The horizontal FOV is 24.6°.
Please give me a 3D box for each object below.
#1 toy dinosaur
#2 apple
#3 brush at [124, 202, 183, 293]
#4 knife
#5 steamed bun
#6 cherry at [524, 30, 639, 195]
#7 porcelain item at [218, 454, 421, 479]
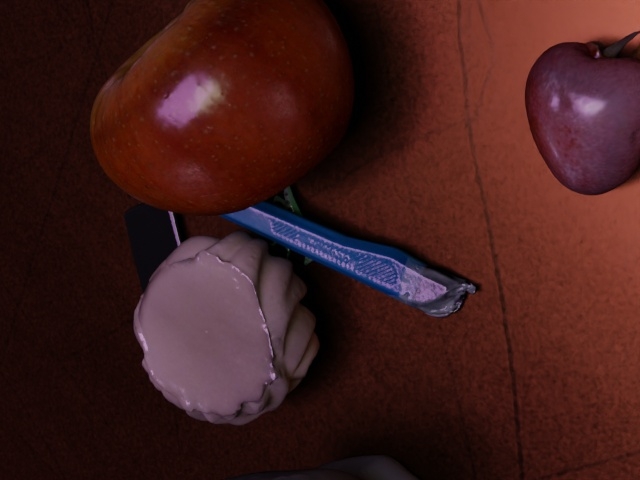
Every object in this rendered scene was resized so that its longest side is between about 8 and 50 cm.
[{"bbox_3d":[-0.022,-0.018,1.337,0.062,0.021,0.083,31,119,16],"label":"toy dinosaur"},{"bbox_3d":[-0.079,-0.116,1.250,0.173,0.210,0.235,45,134,-15],"label":"apple"},{"bbox_3d":[-0.147,0.057,1.434,0.063,0.016,0.193,-10,94,34],"label":"brush"},{"bbox_3d":[0.001,-0.001,1.307,0.296,0.026,0.044,25,115,18],"label":"knife"},{"bbox_3d":[-0.079,0.080,1.344,0.183,0.106,0.183,7,105,28],"label":"steamed bun"},{"bbox_3d":[0.212,-0.098,1.130,0.106,0.087,0.126,-9,92,38],"label":"cherry"},{"bbox_3d":[-0.050,0.312,1.190,0.178,0.405,0.242,13,107,32],"label":"porcelain item"}]
